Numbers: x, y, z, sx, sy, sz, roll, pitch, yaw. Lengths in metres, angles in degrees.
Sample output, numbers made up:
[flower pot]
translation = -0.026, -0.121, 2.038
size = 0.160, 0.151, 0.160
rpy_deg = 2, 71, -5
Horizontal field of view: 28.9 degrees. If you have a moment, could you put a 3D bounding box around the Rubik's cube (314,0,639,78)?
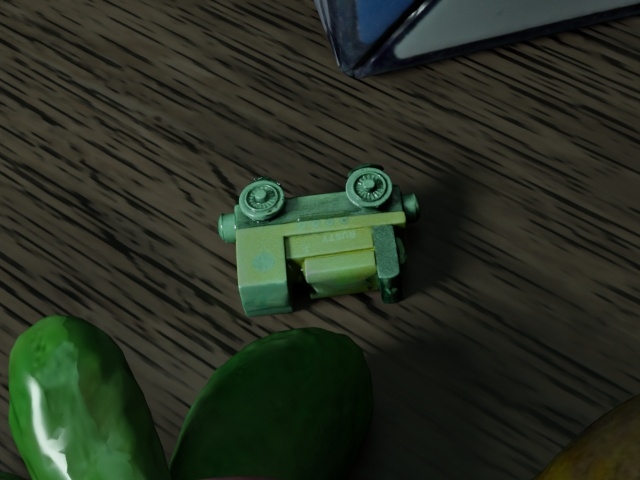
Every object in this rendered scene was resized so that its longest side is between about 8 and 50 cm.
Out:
[Rubik's cube]
translation = 0.108, -0.337, 0.819
size = 0.307, 0.305, 0.310
rpy_deg = -15, 52, -5

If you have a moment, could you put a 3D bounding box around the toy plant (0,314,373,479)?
[toy plant]
translation = -0.080, 0.179, 0.515
size = 0.317, 0.210, 0.356
rpy_deg = -22, 40, -7

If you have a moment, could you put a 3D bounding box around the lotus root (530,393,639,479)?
[lotus root]
translation = 0.235, 0.161, 0.455
size = 0.346, 0.250, 0.250
rpy_deg = 3, 53, 10

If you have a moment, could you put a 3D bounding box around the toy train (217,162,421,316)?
[toy train]
translation = 0.000, 0.000, 0.736
size = 0.122, 0.050, 0.081
rpy_deg = -6, 56, 2
